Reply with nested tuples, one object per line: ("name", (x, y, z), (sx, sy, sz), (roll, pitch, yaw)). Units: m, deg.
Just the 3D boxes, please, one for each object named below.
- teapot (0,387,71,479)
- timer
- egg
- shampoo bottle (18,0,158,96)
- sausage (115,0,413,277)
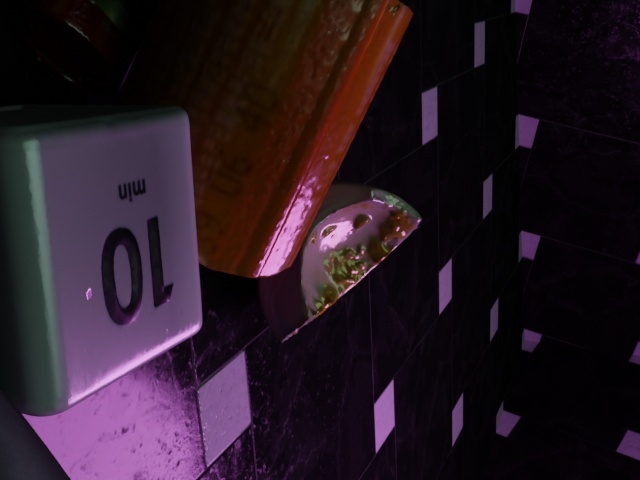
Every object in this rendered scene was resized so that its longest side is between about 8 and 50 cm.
("teapot", (-0.270, 0.243, 0.450), (0.312, 0.315, 0.233), (57, 3, -20))
("timer", (-0.222, -0.002, 0.594), (0.192, 0.194, 0.195), (-28, 119, -61))
("egg", (-0.007, 0.008, 1.115), (0.271, 0.162, 0.206), (-39, 174, -15))
("shampoo bottle", (-0.186, -0.296, 0.756), (0.118, 0.076, 0.314), (54, 47, -51))
("sausage", (-0.073, -0.139, 0.749), (0.287, 0.233, 0.233), (-64, 159, 13))
